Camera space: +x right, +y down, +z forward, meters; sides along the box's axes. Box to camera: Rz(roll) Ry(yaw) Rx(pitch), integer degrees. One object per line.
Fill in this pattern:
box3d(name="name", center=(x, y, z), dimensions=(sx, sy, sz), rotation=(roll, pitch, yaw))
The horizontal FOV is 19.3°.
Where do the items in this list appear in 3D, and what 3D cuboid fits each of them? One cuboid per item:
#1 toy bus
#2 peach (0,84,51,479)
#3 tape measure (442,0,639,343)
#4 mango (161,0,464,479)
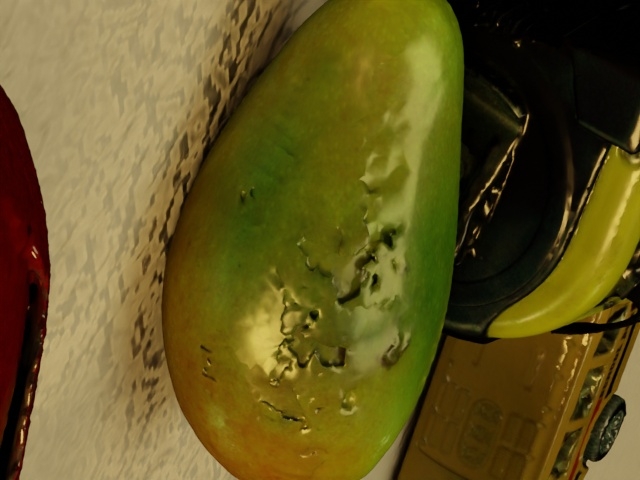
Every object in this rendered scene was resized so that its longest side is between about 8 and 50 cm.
box3d(name="toy bus", center=(0.152, 0.049, 1.262), dimensions=(0.123, 0.121, 0.336), rotation=(-13, 124, -60))
box3d(name="peach", center=(-0.127, 0.031, 0.508), dimensions=(0.189, 0.068, 0.279), rotation=(-66, 162, -14))
box3d(name="tape measure", center=(0.090, -0.041, 0.855), dimensions=(0.112, 0.199, 0.186), rotation=(-18, 134, -44))
box3d(name="mango", center=(0.000, 0.000, 0.771), dimensions=(0.125, 0.111, 0.233), rotation=(-44, 149, -61))
